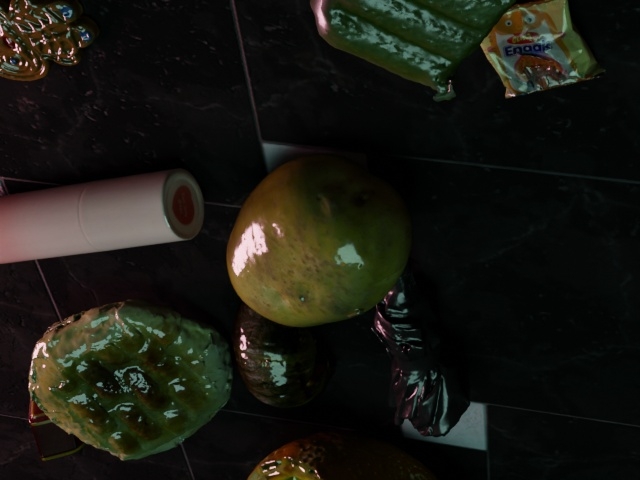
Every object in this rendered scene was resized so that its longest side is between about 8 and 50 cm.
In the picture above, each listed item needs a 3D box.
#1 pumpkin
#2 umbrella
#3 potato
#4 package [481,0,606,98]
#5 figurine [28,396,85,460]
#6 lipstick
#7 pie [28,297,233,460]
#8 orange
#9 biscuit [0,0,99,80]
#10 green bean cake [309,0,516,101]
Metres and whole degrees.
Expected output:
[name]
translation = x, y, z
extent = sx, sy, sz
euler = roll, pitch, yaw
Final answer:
[pumpkin]
translation = -0.053, 0.160, 1.909
extent = 0.119, 0.107, 0.183
euler = 2, 140, 29
[umbrella]
translation = 0.115, 0.113, 1.794
extent = 0.118, 0.118, 0.340
euler = 2, 132, 20
[potato]
translation = 0.001, 0.002, 1.638
extent = 0.197, 0.148, 0.228
euler = 49, 137, 22
[package]
translation = 0.208, -0.188, 1.409
extent = 0.108, 0.031, 0.120
euler = -10, 135, 32
[figurine]
translation = -0.390, 0.266, 2.210
extent = 0.098, 0.082, 0.154
euler = 2, 142, -2
[lipstick]
translation = -0.300, -0.026, 1.777
extent = 0.327, 0.087, 0.087
euler = -7, 137, 29
[pie]
translation = -0.260, 0.193, 1.997
extent = 0.306, 0.071, 0.306
euler = -5, 131, -5
[orange]
translation = 0.049, 0.397, 2.099
extent = 0.335, 0.196, 0.262
euler = 20, 129, -11
[biscuit]
translation = -0.326, -0.225, 1.580
extent = 0.175, 0.026, 0.124
euler = -9, 137, 31
[green bean cake]
translation = 0.101, -0.280, 1.151
extent = 0.156, 0.247, 0.250
euler = 26, 143, -13
